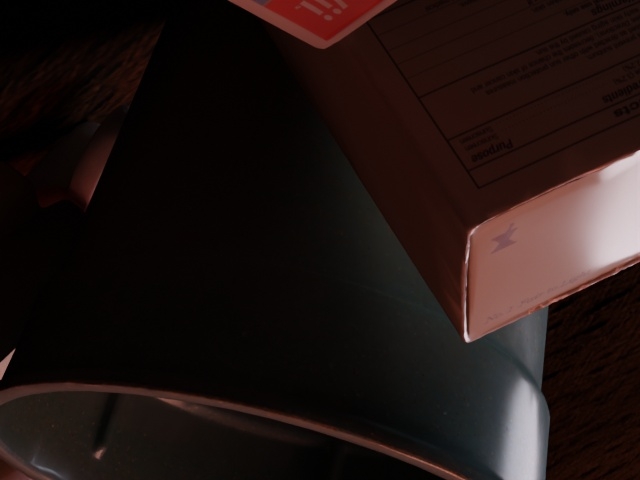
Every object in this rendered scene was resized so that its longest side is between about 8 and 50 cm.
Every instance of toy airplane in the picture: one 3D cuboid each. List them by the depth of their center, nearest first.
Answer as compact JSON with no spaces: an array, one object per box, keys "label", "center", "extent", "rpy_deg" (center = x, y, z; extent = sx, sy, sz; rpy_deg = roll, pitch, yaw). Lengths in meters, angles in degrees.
[{"label":"toy airplane","center":[-0.233,0.079,1.209],"extent":[0.384,0.272,0.386],"rpy_deg":[-38,161,25]}]

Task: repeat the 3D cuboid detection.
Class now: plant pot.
[{"label":"plant pot","center":[0.000,0.000,1.037],"extent":[0.341,0.334,0.341],"rpy_deg":[11,157,5]}]

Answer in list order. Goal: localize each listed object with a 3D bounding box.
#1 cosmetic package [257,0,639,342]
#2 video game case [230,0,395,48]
[{"label":"cosmetic package","center":[0.066,-0.122,0.872],"extent":[0.160,0.309,0.113],"rpy_deg":[-23,151,-11]},{"label":"video game case","center":[-0.052,-0.182,0.657],"extent":[0.285,0.025,0.204],"rpy_deg":[25,147,-28]}]
